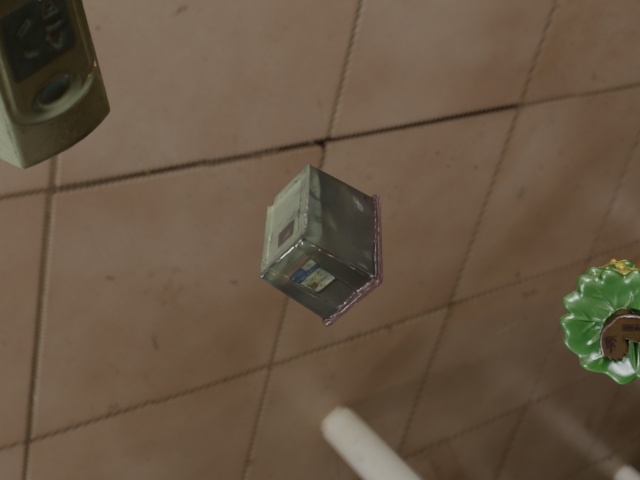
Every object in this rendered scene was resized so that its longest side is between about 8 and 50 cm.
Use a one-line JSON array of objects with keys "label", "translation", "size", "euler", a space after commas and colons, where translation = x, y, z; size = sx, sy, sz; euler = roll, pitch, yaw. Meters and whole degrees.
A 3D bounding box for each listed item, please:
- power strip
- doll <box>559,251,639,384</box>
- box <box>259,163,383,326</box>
[{"label": "power strip", "translation": [-0.184, -0.158, 0.610], "size": [0.080, 0.048, 0.286], "euler": [-44, 151, -31]}, {"label": "doll", "translation": [0.192, 0.034, 0.690], "size": [0.076, 0.113, 0.078], "euler": [34, 116, -12]}, {"label": "box", "translation": [0.000, 0.000, 0.683], "size": [0.063, 0.085, 0.060], "euler": [29, 128, -22]}]
